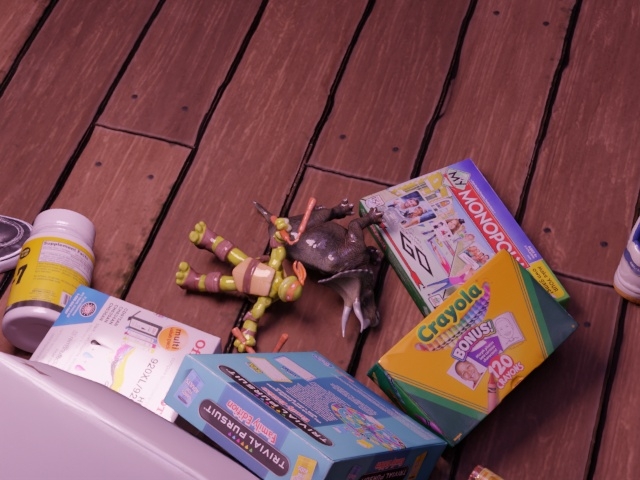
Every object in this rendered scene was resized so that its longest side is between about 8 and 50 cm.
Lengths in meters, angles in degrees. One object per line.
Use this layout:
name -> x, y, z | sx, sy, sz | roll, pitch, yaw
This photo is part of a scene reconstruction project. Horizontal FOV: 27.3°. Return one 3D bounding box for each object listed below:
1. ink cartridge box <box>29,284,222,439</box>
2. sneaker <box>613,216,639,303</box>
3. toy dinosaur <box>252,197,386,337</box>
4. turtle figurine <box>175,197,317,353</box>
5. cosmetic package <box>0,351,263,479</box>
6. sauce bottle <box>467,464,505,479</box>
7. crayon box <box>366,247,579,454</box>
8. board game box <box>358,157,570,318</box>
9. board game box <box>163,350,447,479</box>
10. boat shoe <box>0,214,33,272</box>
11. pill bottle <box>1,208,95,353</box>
ink cartridge box -> -0.275, 0.208, 1.893 | 0.233, 0.168, 0.171 | 20, 55, 13
sneaker -> 0.573, -0.030, 2.121 | 0.112, 0.131, 0.296 | 23, 54, 18
toy dinosaur -> 0.000, 0.000, 2.086 | 0.313, 0.121, 0.160 | 37, 42, 21
turtle figurine -> -0.105, 0.042, 2.044 | 0.217, 0.087, 0.269 | 19, 98, 25
cosmetic package -> -0.303, 0.388, 1.570 | 0.327, 0.329, 0.393 | 27, 86, 19
sauce bottle -> 0.268, 0.366, 1.865 | 0.128, 0.042, 0.042 | 29, 57, 21
crayon box -> 0.226, 0.162, 1.952 | 0.278, 0.081, 0.165 | -40, 82, -20
board game box -> 0.226, 0.022, 2.125 | 0.214, 0.046, 0.317 | -21, 56, -16
board game box -> -0.013, 0.248, 1.781 | 0.254, 0.336, 0.079 | 33, 103, 28
boat shoe -> -0.603, -0.018, 2.093 | 0.301, 0.102, 0.108 | 5, 54, -4
pill bottle -> -0.413, 0.062, 2.033 | 0.119, 0.119, 0.208 | 4, 52, 2
